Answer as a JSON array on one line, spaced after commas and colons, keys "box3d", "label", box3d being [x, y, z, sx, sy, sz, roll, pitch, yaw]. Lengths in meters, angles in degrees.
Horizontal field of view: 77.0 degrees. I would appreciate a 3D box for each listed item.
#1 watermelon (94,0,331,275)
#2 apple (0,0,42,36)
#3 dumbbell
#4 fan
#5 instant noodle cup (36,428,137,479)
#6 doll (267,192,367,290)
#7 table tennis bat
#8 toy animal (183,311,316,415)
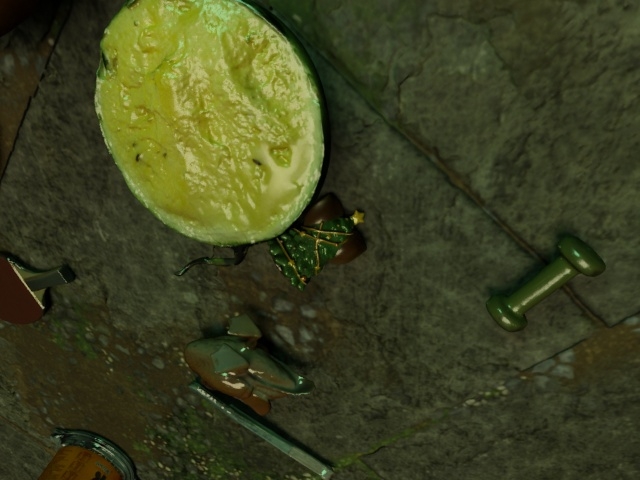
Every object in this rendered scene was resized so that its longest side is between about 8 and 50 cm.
[{"box3d": [-0.084, -0.101, 0.374, 0.204, 0.127, 0.232, -13, 112, 20], "label": "watermelon"}, {"box3d": [-0.357, -0.279, 0.298, 0.310, 0.250, 0.277, 5, 105, -12], "label": "apple"}, {"box3d": [0.229, 0.047, 0.418, 0.118, 0.052, 0.046, -51, 56, 30], "label": "dumbbell"}, {"box3d": [-0.095, 0.310, 0.655, 0.282, 0.023, 0.057, 38, 148, -9], "label": "fan"}, {"box3d": [-0.481, 0.484, 0.790, 0.208, 0.125, 0.177, 27, 120, -1], "label": "instant noodle cup"}, {"box3d": [-0.005, 0.005, 0.441, 0.113, 0.076, 0.078, -30, 98, 25], "label": "doll"}, {"box3d": [-0.469, 0.071, 0.628, 0.221, 0.019, 0.130, -13, 113, 22], "label": "table tennis bat"}, {"box3d": [-0.105, 0.192, 0.569, 0.188, 0.089, 0.179, 23, 138, 1], "label": "toy animal"}]
